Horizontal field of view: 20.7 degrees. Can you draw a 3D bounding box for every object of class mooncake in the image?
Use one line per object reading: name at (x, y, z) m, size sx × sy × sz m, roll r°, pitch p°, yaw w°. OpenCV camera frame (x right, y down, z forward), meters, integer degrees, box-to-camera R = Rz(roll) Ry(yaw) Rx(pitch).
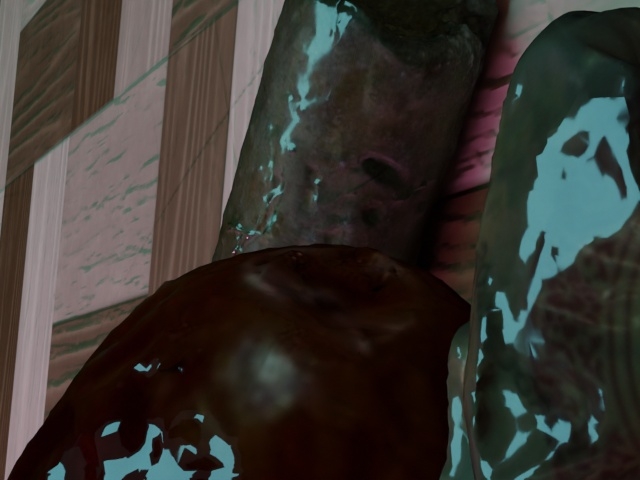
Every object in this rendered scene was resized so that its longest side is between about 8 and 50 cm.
mooncake at (0.094, 0.015, 0.404) m, size 0.073 × 0.125 × 0.130 m, roll -156°, pitch 70°, yaw -65°

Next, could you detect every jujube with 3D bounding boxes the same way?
jujube at (-0.016, 0.141, 0.578) m, size 0.197 × 0.197 × 0.290 m, roll -114°, pitch 30°, yaw -56°

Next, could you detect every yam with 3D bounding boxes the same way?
yam at (0.000, 0.000, 0.736) m, size 0.093 × 0.093 × 0.259 m, roll -114°, pitch 36°, yaw -56°
